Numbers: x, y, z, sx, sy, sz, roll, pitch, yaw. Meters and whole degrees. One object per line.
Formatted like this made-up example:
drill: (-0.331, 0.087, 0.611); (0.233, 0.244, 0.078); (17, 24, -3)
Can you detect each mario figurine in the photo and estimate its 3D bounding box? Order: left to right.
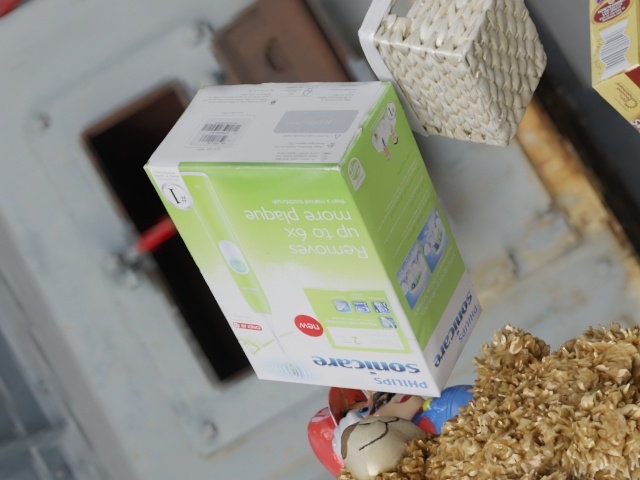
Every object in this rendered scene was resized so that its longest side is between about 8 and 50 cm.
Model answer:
mario figurine: (0.127, 0.179, 1.757); (0.198, 0.321, 0.170); (42, -135, -51)

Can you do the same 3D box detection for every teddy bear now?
teddy bear: (0.139, 0.128, 1.041); (0.113, 0.338, 0.245); (52, -138, -26)

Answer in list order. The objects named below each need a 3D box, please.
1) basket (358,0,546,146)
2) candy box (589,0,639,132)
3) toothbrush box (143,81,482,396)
basket: (0.120, -0.168, 1.399); (0.103, 0.113, 0.167); (16, 161, 28)
candy box: (0.284, -0.186, 1.412); (0.109, 0.053, 0.186); (36, -137, -37)
toothbrush box: (0.000, 0.000, 1.471); (0.122, 0.206, 0.283); (-60, -40, -36)
